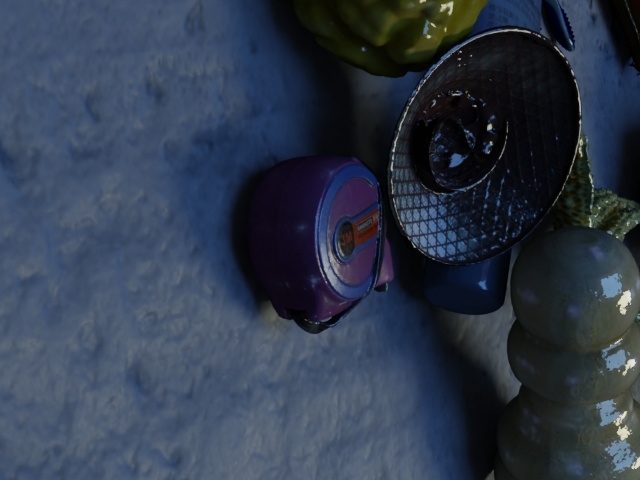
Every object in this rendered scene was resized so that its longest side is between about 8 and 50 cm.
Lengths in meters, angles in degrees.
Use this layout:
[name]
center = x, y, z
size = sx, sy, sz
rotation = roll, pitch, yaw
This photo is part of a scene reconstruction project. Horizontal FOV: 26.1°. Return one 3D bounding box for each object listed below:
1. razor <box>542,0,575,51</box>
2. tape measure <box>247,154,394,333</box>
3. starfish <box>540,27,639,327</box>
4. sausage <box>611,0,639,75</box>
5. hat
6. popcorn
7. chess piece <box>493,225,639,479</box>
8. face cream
[razor]
center = 0.224, -0.258, 1.356
size = 0.028, 0.044, 0.155
rotation = -20, 107, -21
[tape measure]
center = 0.000, 0.000, 1.002
size = 0.118, 0.074, 0.125
rotation = -29, 114, -55
[starfish]
center = 0.257, -0.009, 1.272
size = 0.358, 0.078, 0.347
rotation = -90, 155, -52
[sausage]
center = 0.300, -0.347, 1.425
size = 0.082, 0.082, 0.371
rotation = -53, 126, -41
[hat]
center = 0.108, -0.082, 1.079
size = 0.193, 0.082, 0.193
rotation = -15, 119, -29
[popcorn]
center = 0.079, -0.238, 1.027
size = 0.203, 0.200, 0.226
rotation = -10, 94, -42
[chess piece]
center = 0.209, 0.109, 1.148
size = 0.143, 0.142, 0.261
rotation = -48, 140, -43
[face cream]
center = 0.145, -0.126, 1.195
size = 0.135, 0.086, 0.385
rotation = 36, 56, -48
